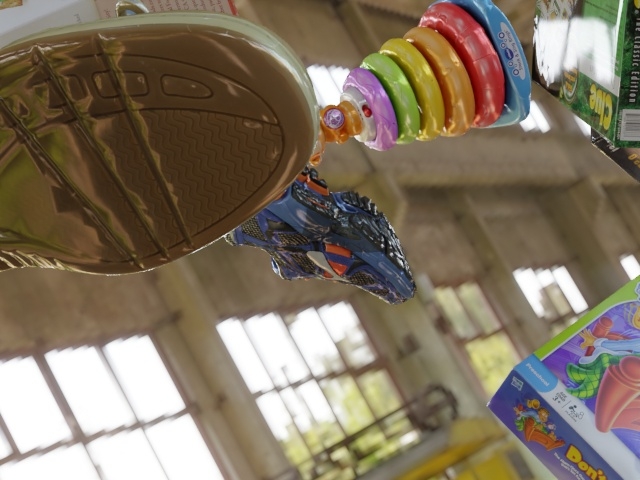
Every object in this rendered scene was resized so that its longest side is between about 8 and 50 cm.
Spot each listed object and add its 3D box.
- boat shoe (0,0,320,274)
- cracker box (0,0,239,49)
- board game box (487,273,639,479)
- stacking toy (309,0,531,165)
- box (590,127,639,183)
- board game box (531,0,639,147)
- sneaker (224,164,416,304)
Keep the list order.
[{"bbox_3d":[-0.115,-0.040,0.674,0.285,0.104,0.089,-13,22,33],"label":"boat shoe"},{"bbox_3d":[-0.182,-0.137,0.975,0.232,0.155,0.067,-25,-55,-7],"label":"cracker box"},{"bbox_3d":[0.371,0.214,1.582,0.233,0.347,0.078,-32,-22,-35],"label":"board game box"},{"bbox_3d":[0.085,-0.170,1.898,0.302,0.175,0.166,-25,7,-18],"label":"stacking toy"},{"bbox_3d":[0.337,-0.140,1.551,0.056,0.231,0.183,-30,-51,35],"label":"box"},{"bbox_3d":[0.189,-0.156,1.106,0.030,0.136,0.259,3,16,-6],"label":"board game box"},{"bbox_3d":[0.000,0.000,1.366,0.087,0.083,0.221,-38,-49,22],"label":"sneaker"}]
